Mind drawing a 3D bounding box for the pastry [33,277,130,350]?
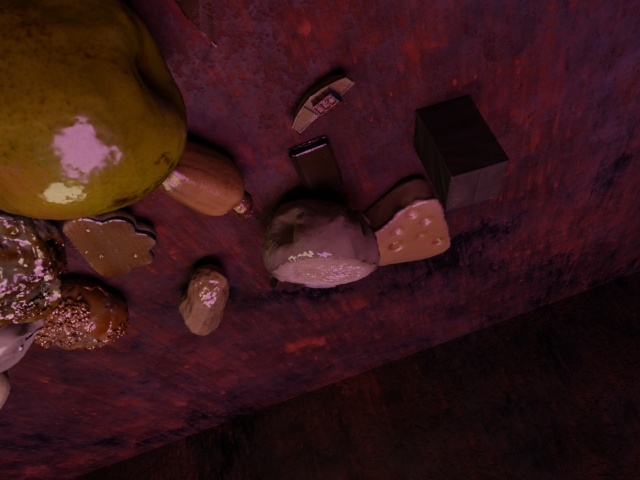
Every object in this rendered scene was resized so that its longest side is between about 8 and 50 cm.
[{"bbox_3d":[-0.718,0.238,1.574,0.255,0.161,0.311,-28,149,11],"label":"pastry"}]

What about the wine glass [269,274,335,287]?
[{"bbox_3d":[-0.049,0.133,1.845,0.262,0.074,0.074,5,141,-34],"label":"wine glass"}]

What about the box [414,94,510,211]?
[{"bbox_3d":[0.347,-0.220,1.341,0.156,0.231,0.149,-18,149,-3],"label":"box"}]

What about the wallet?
[{"bbox_3d":[-0.007,-0.188,1.400,0.110,0.031,0.198,-21,149,4],"label":"wallet"}]

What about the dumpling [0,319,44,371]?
[{"bbox_3d":[-0.883,0.245,1.437,0.243,0.227,0.175,-21,153,-31],"label":"dumpling"}]

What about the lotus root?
[{"bbox_3d":[-0.279,-0.143,1.234,0.146,0.130,0.303,-35,142,23],"label":"lotus root"}]

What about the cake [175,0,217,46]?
[{"bbox_3d":[-0.200,-0.386,0.906,0.065,0.121,0.052,-37,151,13],"label":"cake"}]

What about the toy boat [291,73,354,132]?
[{"bbox_3d":[0.001,-0.307,1.186,0.172,0.066,0.065,-35,148,26],"label":"toy boat"}]

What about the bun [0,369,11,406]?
[{"bbox_3d":[-1.100,0.400,1.572,0.365,0.219,0.365,-5,130,-6],"label":"bun"}]

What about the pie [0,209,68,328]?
[{"bbox_3d":[-0.807,0.051,1.223,0.395,0.180,0.418,-15,144,-5],"label":"pie"}]

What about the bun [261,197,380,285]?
[{"bbox_3d":[0.000,0.000,1.518,0.360,0.210,0.359,-1,160,-1],"label":"bun"}]

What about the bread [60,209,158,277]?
[{"bbox_3d":[-0.532,0.001,1.397,0.208,0.056,0.286,-10,148,-7],"label":"bread"}]

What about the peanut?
[{"bbox_3d":[-0.369,0.188,1.695,0.152,0.152,0.313,-3,146,-24],"label":"peanut"}]

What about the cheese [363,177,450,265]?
[{"bbox_3d":[0.260,-0.055,1.676,0.384,0.104,0.384,-13,149,-8],"label":"cheese"}]

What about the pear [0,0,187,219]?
[{"bbox_3d":[-0.422,-0.211,0.850,0.391,0.391,0.391,-13,148,-8],"label":"pear"}]
